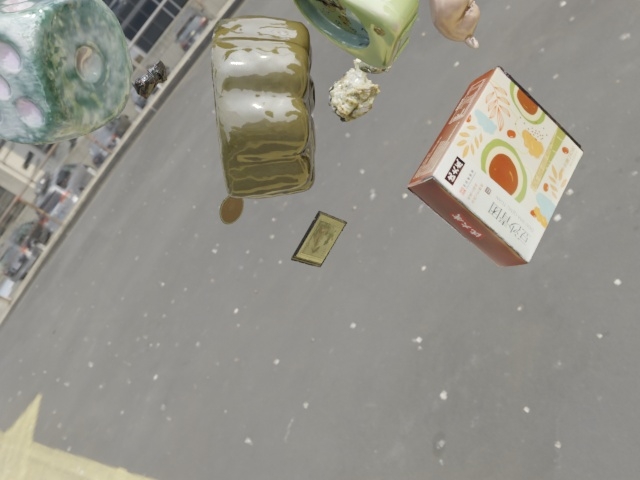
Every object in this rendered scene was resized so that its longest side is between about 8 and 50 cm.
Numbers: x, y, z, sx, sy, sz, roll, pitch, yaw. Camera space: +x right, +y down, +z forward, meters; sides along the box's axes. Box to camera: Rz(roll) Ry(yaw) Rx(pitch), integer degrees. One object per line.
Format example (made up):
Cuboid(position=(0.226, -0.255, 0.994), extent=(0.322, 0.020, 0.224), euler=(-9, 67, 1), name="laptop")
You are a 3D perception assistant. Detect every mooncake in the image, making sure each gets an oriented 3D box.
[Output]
Cuboid(position=(-0.105, -0.269, 1.272), extent=(0.201, 0.378, 0.378), euler=(-4, 39, -2), name="mooncake")

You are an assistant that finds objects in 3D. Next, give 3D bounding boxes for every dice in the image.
Cuboid(position=(-0.725, -0.458, 1.599), extent=(0.348, 0.330, 0.328), euler=(5, 36, 22), name="dice")

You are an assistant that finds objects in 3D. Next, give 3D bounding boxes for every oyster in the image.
Cuboid(position=(0.103, -0.473, 1.925), extent=(0.081, 0.163, 0.190), euler=(138, 127, -86), name="oyster")

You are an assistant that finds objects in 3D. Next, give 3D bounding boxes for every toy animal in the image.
Cuboid(position=(0.441, -0.754, 2.029), extent=(0.154, 0.250, 0.166), euler=(-33, 54, 12), name="toy animal")

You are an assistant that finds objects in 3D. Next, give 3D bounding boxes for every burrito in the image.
Cuboid(position=(0.151, -0.498, 1.751), extent=(0.058, 0.044, 0.188), euler=(-10, 21, -11), name="burrito")

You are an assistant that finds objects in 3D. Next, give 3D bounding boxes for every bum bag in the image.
Cuboid(position=(-0.434, -0.411, 1.581), extent=(0.034, 0.057, 0.124), euler=(5, 48, 37), name="bum bag")

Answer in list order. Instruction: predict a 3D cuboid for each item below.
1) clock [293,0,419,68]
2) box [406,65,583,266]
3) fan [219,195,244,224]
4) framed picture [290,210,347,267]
Cuboid(position=(0.040, -0.480, 1.223), extent=(0.096, 0.308, 0.235), euler=(-56, -2, -4), name="clock")
Cuboid(position=(0.461, -0.187, 1.589), extent=(0.385, 0.345, 0.122), euler=(-57, 16, -20), name="box")
Cuboid(position=(-0.224, -0.102, 1.552), extent=(0.005, 0.133, 0.085), euler=(24, 35, 33), name="fan")
Cuboid(position=(0.000, 0.000, 2.136), extent=(0.010, 0.199, 0.195), euler=(36, 99, 32), name="framed picture")
